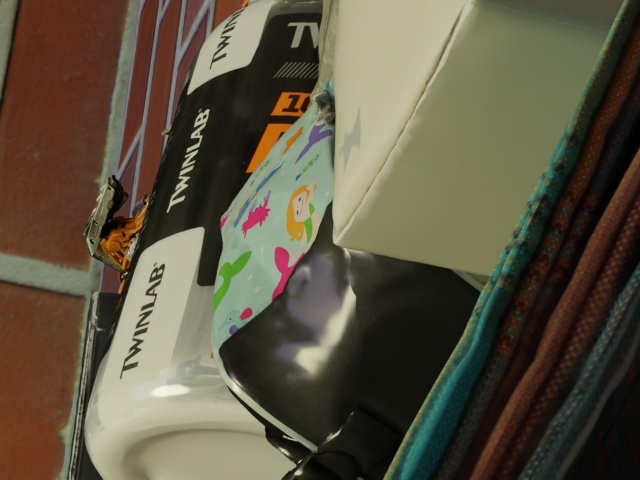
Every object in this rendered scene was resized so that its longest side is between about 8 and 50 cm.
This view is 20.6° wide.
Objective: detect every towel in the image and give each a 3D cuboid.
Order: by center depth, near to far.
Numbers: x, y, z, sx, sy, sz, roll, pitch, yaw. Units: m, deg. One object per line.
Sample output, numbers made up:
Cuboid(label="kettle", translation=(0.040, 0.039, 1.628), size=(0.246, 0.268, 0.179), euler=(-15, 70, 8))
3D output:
Cuboid(label="towel", translation=(0.086, 0.113, 0.476), size=(0.271, 0.040, 0.370), euler=(-61, -28, -22))

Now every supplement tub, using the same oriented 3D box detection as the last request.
Cuboid(label="supplement tub", translation=(0.000, 0.000, 1.028), size=(0.207, 0.207, 0.338), euler=(123, 162, -56))

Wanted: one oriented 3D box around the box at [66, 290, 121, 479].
Cuboid(label="box", translation=(-0.083, 0.235, 1.180), size=(0.296, 0.183, 0.294), euler=(101, 172, -58))

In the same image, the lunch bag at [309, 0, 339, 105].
Cuboid(label="lunch bag", translation=(0.104, -0.221, 0.940), size=(0.287, 0.169, 0.235), euler=(-82, 15, -46))

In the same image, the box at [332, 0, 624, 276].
Cuboid(label="box", translation=(0.131, -0.068, 0.562), size=(0.127, 0.232, 0.148), euler=(120, 156, -54))

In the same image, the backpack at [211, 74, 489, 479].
Cuboid(label="backpack", translation=(0.069, 0.022, 0.772), size=(0.191, 0.225, 0.253), euler=(-53, 14, 8))

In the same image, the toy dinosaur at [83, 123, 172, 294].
Cuboid(label="toy dinosaur", translation=(-0.077, 0.029, 1.332), size=(0.322, 0.218, 0.164), euler=(124, 153, -56))
